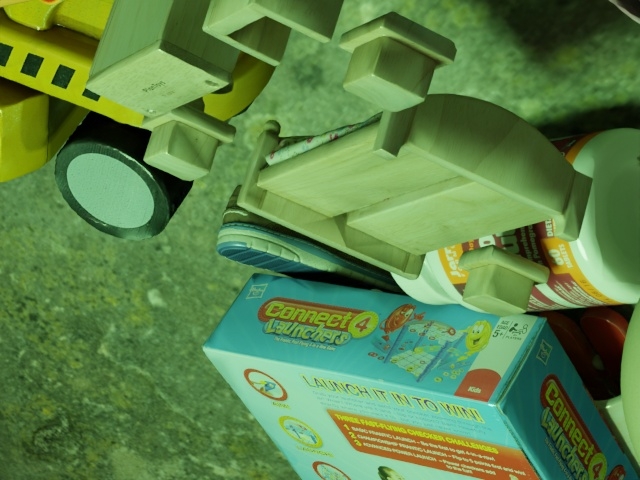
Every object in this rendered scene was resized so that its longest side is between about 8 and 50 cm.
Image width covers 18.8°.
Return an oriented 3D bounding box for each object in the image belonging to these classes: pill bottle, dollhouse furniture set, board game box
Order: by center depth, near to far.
[{"bbox_3d":[0.068,-0.108,1.138,0.355,0.173,0.303,24,162,-24],"label":"dollhouse furniture set"},{"bbox_3d":[0.151,-0.009,1.383,0.121,0.121,0.221,47,150,-24],"label":"pill bottle"},{"bbox_3d":[0.100,0.171,1.589,0.308,0.086,0.302,8,143,41],"label":"board game box"}]

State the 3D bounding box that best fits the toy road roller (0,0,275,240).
[{"bbox_3d":[-0.186,-0.180,1.401,0.329,0.202,0.240,21,139,13],"label":"toy road roller"}]

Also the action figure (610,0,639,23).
[{"bbox_3d":[0.277,-0.078,0.953,0.370,0.276,0.248,63,168,0],"label":"action figure"}]

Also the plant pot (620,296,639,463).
[{"bbox_3d":[0.304,0.090,1.236,0.284,0.284,0.191,42,164,-15],"label":"plant pot"}]

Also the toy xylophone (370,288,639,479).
[{"bbox_3d":[0.173,0.113,1.601,0.323,0.081,0.236,11,146,37],"label":"toy xylophone"}]

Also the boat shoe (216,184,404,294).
[{"bbox_3d":[0.000,0.000,1.614,0.183,0.066,0.066,20,161,-35],"label":"boat shoe"}]

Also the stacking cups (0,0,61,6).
[{"bbox_3d":[-0.141,-0.187,1.194,0.096,0.316,0.096,34,134,44],"label":"stacking cups"}]
